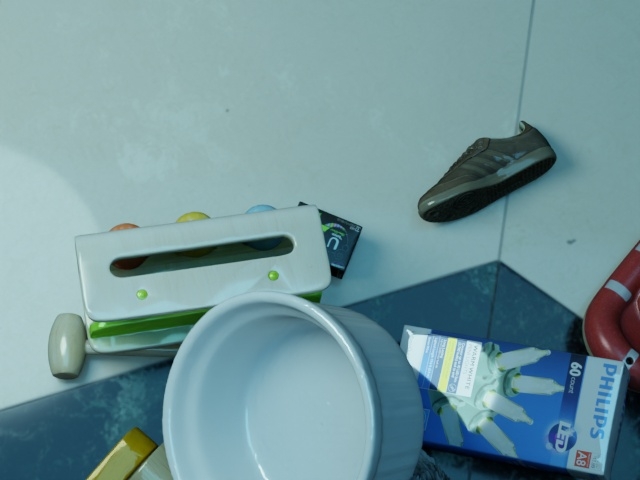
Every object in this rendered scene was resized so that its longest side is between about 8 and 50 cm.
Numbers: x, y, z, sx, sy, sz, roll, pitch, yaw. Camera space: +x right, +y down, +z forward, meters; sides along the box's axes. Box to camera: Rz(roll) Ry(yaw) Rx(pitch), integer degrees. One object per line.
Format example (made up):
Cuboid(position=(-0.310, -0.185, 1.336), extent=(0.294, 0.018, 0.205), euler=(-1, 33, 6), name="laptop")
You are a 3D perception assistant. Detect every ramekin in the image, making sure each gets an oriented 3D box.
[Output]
Cuboid(position=(-0.023, 0.193, 1.643), extent=(0.277, 0.135, 0.277), euler=(-2, 87, 35), name="ramekin")

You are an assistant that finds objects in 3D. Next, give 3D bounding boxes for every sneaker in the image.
Cuboid(position=(0.193, -0.084, 1.877), extent=(0.188, 0.066, 0.071), euler=(-23, 62, -13), name="sneaker")

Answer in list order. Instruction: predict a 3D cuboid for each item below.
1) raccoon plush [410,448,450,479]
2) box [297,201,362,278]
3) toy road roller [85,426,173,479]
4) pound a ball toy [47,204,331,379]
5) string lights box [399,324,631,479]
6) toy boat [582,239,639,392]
Cuboid(position=(0.257, 0.342, 1.589), extent=(0.299, 0.216, 0.446), euler=(3, 39, -15), name="raccoon plush")
Cuboid(position=(0.000, 0.000, 1.843), extent=(0.083, 0.052, 0.062), euler=(22, 76, 1), name="box")
Cuboid(position=(-0.220, 0.366, 1.649), extent=(0.202, 0.240, 0.329), euler=(40, 78, 6), name="toy road roller")
Cuboid(position=(-0.162, 0.050, 1.756), extent=(0.319, 0.208, 0.135), euler=(-8, 69, -9), name="pound a ball toy")
Cuboid(position=(0.213, 0.187, 1.758), extent=(0.260, 0.077, 0.133), euler=(8, 76, 20), name="string lights box")
Cuboid(position=(0.416, 0.072, 1.798), extent=(0.151, 0.151, 0.231), euler=(39, 78, 6), name="toy boat")
